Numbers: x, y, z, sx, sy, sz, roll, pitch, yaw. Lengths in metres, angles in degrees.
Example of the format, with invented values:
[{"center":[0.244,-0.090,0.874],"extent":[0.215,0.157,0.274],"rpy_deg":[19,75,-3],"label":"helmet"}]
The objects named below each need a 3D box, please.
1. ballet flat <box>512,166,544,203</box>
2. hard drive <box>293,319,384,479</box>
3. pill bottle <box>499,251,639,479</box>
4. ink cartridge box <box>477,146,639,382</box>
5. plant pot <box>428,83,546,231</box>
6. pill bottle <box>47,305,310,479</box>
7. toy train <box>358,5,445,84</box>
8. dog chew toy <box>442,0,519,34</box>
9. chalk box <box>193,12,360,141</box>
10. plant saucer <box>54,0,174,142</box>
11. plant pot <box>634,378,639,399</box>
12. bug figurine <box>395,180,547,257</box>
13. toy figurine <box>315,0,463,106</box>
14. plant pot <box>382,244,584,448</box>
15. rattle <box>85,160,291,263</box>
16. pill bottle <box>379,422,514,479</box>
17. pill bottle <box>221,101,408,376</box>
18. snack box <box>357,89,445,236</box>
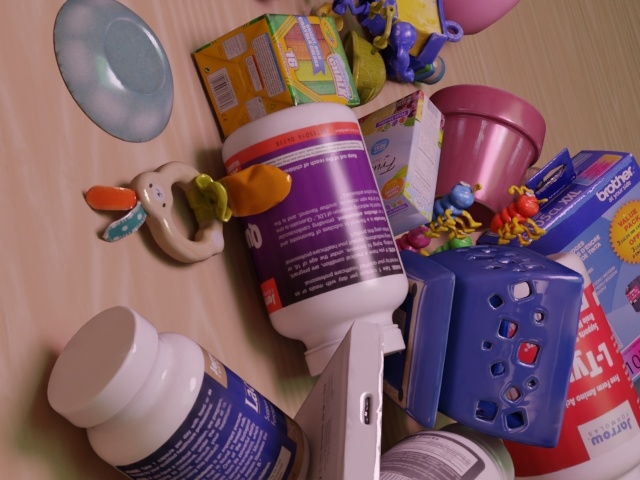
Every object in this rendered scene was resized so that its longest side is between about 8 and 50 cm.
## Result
[{"center":[0.422,0.002,2.309],"extent":[0.316,0.106,0.107],"rpy_deg":[55,34,-20],"label":"ballet flat"},{"center":[0.002,0.248,1.414],"extent":[0.040,0.307,0.203],"rpy_deg":[11,55,-11],"label":"hard drive"},{"center":[0.360,0.241,1.971],"extent":[0.229,0.229,0.407],"rpy_deg":[-25,92,-57],"label":"pill bottle"},{"center":[0.452,0.030,2.190],"extent":[0.270,0.151,0.395],"rpy_deg":[-40,108,-15],"label":"ink cartridge box"},{"center":[0.244,-0.121,2.065],"extent":[0.201,0.201,0.180],"rpy_deg":[36,60,-40],"label":"plant pot"},{"center":[-0.145,0.190,1.348],"extent":[0.265,0.153,0.153],"rpy_deg":[43,41,-34],"label":"pill bottle"},{"center":[0.134,-0.376,2.131],"extent":[0.143,0.105,0.248],"rpy_deg":[15,59,-63],"label":"toy train"},{"center":[0.206,-0.517,2.230],"extent":[0.332,0.206,0.206],"rpy_deg":[51,36,-10],"label":"dog chew toy"},{"center":[-0.042,-0.220,1.750],"extent":[0.213,0.132,0.132],"rpy_deg":[-15,84,-57],"label":"chalk box"},{"center":[-0.234,-0.214,1.561],"extent":[0.195,0.037,0.195],"rpy_deg":[32,47,-41],"label":"plant saucer"},{"center":[0.658,0.247,2.352],"extent":[0.293,0.235,0.293],"rpy_deg":[38,36,-34],"label":"plant pot"},{"center":[0.204,-0.014,1.911],"extent":[0.279,0.216,0.072],"rpy_deg":[5,52,-53],"label":"bug figurine"},{"center":[0.133,-0.333,1.923],"extent":[0.217,0.191,0.362],"rpy_deg":[17,46,-25],"label":"toy figurine"},{"center":[0.194,0.128,1.724],"extent":[0.212,0.236,0.236],"rpy_deg":[5,98,-15],"label":"plant pot"},{"center":[-0.149,-0.045,1.499],"extent":[0.200,0.143,0.130],"rpy_deg":[22,72,-55],"label":"rattle"},{"center":[0.126,0.343,1.627],"extent":[0.318,0.176,0.176],"rpy_deg":[-26,93,-57],"label":"pill bottle"},{"center":[0.000,0.000,1.639],"extent":[0.181,0.181,0.323],"rpy_deg":[-5,76,-56],"label":"pill bottle"},{"center":[0.077,-0.090,1.808],"extent":[0.070,0.174,0.207],"rpy_deg":[42,41,-33],"label":"snack box"}]
